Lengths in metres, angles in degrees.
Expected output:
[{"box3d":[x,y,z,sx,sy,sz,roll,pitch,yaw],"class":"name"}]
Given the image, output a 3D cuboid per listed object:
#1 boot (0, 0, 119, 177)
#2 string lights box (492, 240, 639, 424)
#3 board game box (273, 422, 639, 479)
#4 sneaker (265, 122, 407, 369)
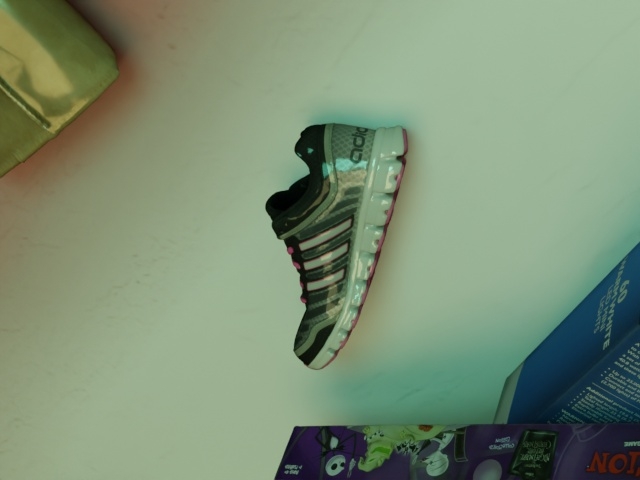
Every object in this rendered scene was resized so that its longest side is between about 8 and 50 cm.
[{"box3d":[-0.206,-0.186,0.633,0.236,0.089,0.269,-27,112,39],"class":"boot"},{"box3d":[0.206,0.079,0.642,0.133,0.076,0.259,26,144,-2],"class":"string lights box"},{"box3d":[0.162,0.179,0.690,0.347,0.056,0.208,-9,141,42],"class":"board game box"},{"box3d":[0.000,0.000,0.706,0.075,0.063,0.170,17,119,4],"class":"sneaker"}]
